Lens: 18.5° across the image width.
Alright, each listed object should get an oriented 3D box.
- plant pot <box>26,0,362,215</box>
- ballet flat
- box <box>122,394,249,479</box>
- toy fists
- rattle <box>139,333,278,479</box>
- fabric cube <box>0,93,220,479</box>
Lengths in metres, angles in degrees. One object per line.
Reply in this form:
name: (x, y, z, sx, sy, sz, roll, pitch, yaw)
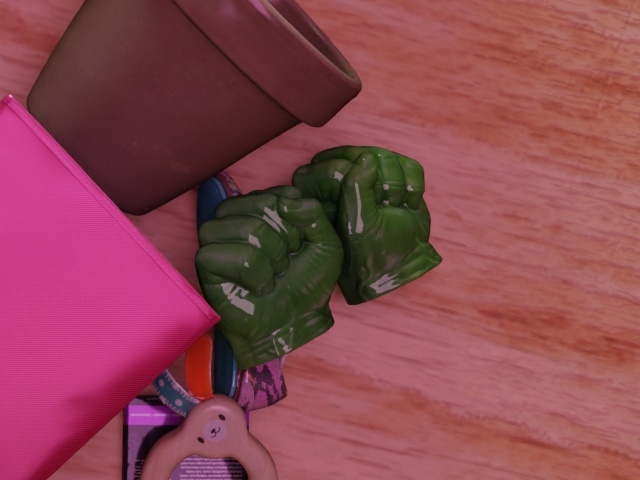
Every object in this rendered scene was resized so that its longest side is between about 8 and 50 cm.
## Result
plant pot: (-0.131, -0.152, 1.733, 0.229, 0.263, 0.263, -43, 98, 9)
ballet flat: (-0.066, 0.046, 1.811, 0.079, 0.077, 0.221, -3, 83, -31)
box: (-0.126, 0.224, 1.815, 0.116, 0.029, 0.162, 2, 87, -13)
toy fists: (0.000, 0.000, 1.769, 0.279, 0.096, 0.142, -29, 97, -40)
rattle: (-0.103, 0.201, 1.720, 0.130, 0.143, 0.200, 4, 112, 9)
fabric cube: (-0.277, 0.060, 1.671, 0.258, 0.259, 0.254, -45, 98, -8)
